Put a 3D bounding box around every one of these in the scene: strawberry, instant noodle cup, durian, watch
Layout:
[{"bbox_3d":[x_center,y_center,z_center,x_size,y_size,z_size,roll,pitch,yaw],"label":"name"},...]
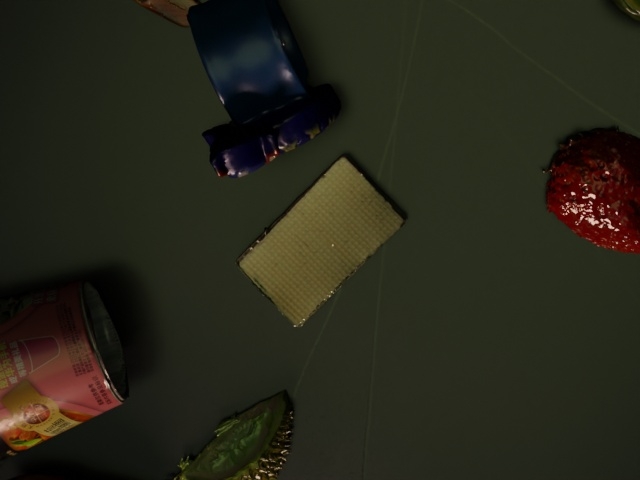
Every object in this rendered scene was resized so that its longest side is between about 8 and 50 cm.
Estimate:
[{"bbox_3d":[0.354,-0.051,1.689,0.146,0.082,0.187,-37,97,16],"label":"strawberry"},{"bbox_3d":[-0.383,0.161,1.724,0.255,0.244,0.244,-18,96,1],"label":"instant noodle cup"},{"bbox_3d":[-0.110,0.286,1.789,0.215,0.086,0.100,-38,59,6],"label":"durian"},{"bbox_3d":[-0.082,-0.200,1.651,0.171,0.196,0.200,-23,102,-1],"label":"watch"}]

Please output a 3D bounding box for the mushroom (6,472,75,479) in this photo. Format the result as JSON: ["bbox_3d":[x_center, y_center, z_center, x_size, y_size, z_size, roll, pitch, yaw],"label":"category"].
[{"bbox_3d":[-0.334,0.422,1.804,0.227,0.148,0.218,18,115,8],"label":"mushroom"}]

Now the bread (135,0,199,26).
[{"bbox_3d":[-0.200,-0.302,1.713,0.109,0.062,0.043,31,99,-2],"label":"bread"}]

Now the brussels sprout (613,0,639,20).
[{"bbox_3d":[0.422,-0.319,1.617,0.183,0.131,0.146,-1,76,7],"label":"brussels sprout"}]

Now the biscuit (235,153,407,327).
[{"bbox_3d":[0.000,0.000,1.744,0.199,0.040,0.121,-44,94,11],"label":"biscuit"}]
